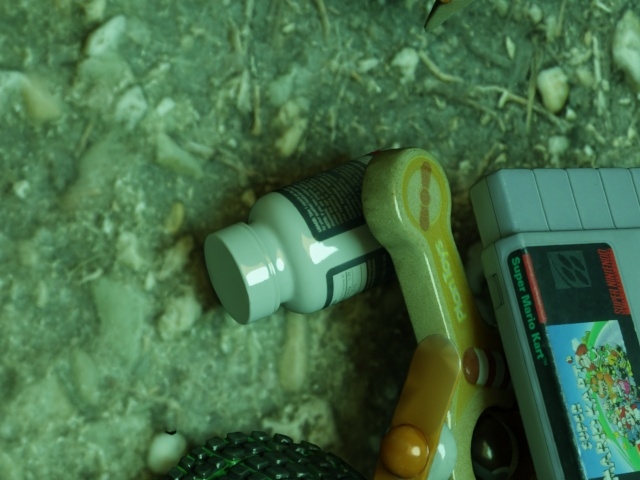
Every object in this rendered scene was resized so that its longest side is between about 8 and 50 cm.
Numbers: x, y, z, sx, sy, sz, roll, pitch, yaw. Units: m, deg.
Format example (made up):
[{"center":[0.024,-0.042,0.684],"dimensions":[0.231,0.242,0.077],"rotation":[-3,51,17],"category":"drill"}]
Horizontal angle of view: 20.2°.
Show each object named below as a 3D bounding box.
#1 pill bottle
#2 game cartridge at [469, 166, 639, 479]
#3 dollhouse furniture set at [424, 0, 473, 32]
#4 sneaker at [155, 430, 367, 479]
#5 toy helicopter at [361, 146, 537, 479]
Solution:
[{"center":[0.000,0.000,1.494],"dimensions":[0.180,0.108,0.108],"rotation":[-22,91,-22],"category":"pill bottle"},{"center":[0.252,0.111,1.426],"dimensions":[0.230,0.068,0.355],"rotation":[-1,71,-41],"category":"game cartridge"},{"center":[0.074,-0.356,1.513],"dimensions":[0.262,0.135,0.259],"rotation":[40,51,-20],"category":"dollhouse furniture set"},{"center":[-0.098,0.254,1.430],"dimensions":[0.344,0.134,0.146],"rotation":[-11,123,-29],"category":"sneaker"},{"center":[0.099,0.100,1.432],"dimensions":[0.235,0.140,0.355],"rotation":[-32,108,-45],"category":"toy helicopter"}]
